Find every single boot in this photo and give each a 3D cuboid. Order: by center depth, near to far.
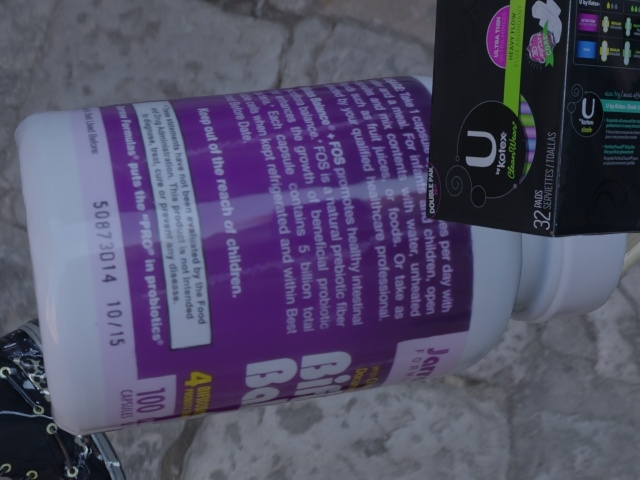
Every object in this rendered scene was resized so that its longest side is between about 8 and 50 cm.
[{"bbox_3d":[-0.279,0.205,0.983,0.178,0.085,0.236,-22,87,-34],"label":"boot"}]

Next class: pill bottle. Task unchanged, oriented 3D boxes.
[{"bbox_3d":[0.000,0.000,0.596,0.301,0.169,0.169,-8,72,-14],"label":"pill bottle"}]

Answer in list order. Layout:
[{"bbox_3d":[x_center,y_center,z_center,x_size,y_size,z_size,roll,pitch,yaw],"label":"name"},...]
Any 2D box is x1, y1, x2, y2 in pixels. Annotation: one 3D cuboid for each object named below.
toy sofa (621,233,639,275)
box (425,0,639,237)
[{"bbox_3d":[0.338,-0.065,1.669,0.150,0.177,0.362,-38,45,-9],"label":"toy sofa"},{"bbox_3d":[0.075,-0.046,0.370,0.052,0.062,0.083,-3,98,-36],"label":"box"}]
